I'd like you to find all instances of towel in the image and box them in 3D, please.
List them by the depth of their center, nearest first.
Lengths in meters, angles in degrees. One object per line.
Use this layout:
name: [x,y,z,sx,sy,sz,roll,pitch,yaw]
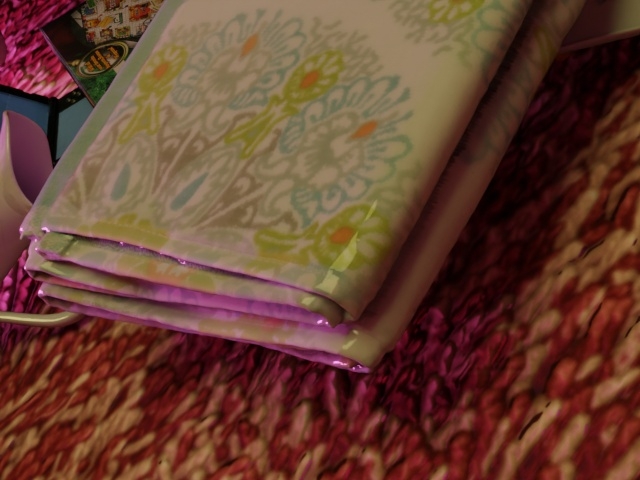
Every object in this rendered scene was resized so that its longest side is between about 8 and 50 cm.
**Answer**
towel: [-0.004,-0.098,0.931,0.320,0.090,0.374,9,61,43]

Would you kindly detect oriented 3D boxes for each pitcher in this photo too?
pitcher: [-0.288,0.021,1.139,0.207,0.125,0.178,-32,77,9]

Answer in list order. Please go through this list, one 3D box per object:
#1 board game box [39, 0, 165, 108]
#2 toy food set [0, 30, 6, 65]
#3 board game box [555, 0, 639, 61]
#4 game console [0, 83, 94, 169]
board game box: [-0.159,-0.171,1.270,0.136,0.030,0.260,-29,36,-8]
toy food set: [-0.278,-0.275,1.455,0.306,0.092,0.220,-25,26,20]
board game box: [0.263,-0.323,0.936,0.390,0.050,0.390,-10,70,35]
game console: [-0.248,-0.112,1.282,0.107,0.071,0.122,-28,41,19]
